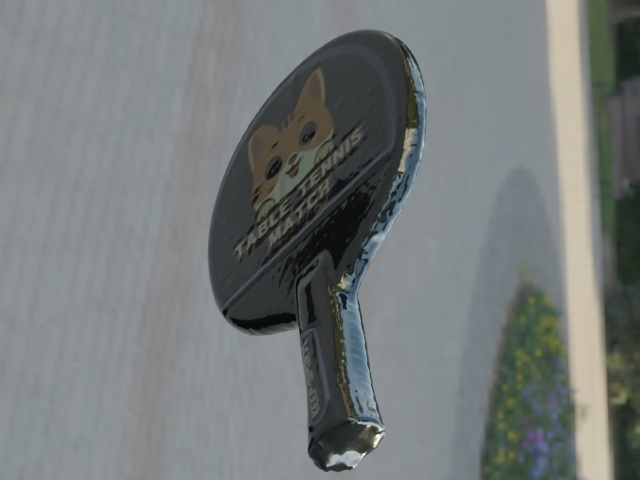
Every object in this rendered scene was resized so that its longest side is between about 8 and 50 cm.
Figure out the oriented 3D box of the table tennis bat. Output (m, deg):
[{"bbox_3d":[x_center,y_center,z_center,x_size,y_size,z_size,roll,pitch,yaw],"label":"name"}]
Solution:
[{"bbox_3d":[0.000,0.000,0.691,0.027,0.150,0.236,28,35,-29],"label":"table tennis bat"}]
